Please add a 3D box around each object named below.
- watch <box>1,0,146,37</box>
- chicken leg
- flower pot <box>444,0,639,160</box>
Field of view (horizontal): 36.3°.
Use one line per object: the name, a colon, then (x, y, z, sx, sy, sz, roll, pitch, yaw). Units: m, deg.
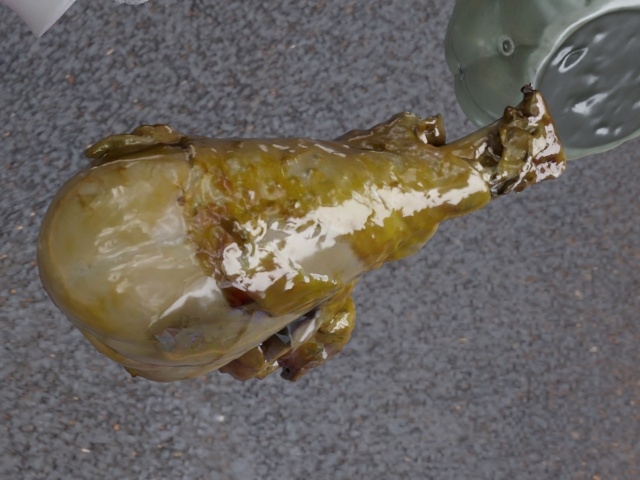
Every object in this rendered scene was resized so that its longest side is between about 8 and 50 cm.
watch: (-0.245, -0.302, 1.009, 0.196, 0.244, 0.231, 41, 55, -18)
chicken leg: (0.000, 0.000, 0.775, 0.409, 0.182, 0.295, -21, 141, -7)
flower pot: (0.250, -0.208, 1.020, 0.246, 0.195, 0.246, -11, 129, -14)
